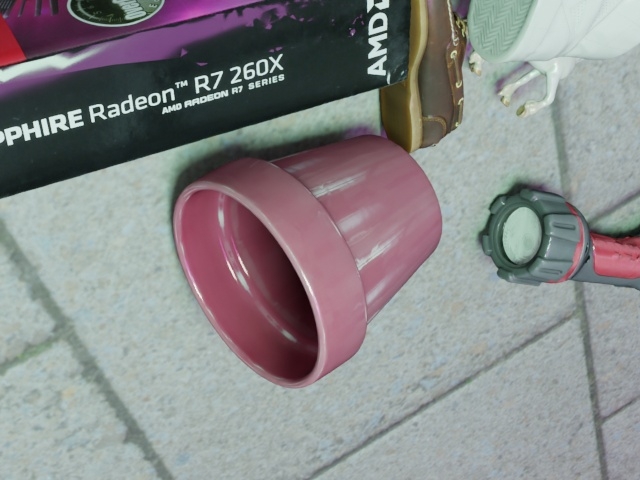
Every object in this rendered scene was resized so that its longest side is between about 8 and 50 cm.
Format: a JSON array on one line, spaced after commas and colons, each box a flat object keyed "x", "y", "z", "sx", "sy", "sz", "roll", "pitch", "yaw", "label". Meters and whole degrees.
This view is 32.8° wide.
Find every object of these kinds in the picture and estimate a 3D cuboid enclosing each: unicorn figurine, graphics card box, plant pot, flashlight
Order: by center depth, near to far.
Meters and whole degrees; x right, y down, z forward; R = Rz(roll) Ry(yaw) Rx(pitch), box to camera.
[{"x": -0.154, "y": -0.142, "z": 0.697, "sx": 0.371, "sy": 0.233, "sz": 0.094, "roll": -17, "pitch": 131, "yaw": -20, "label": "graphics card box"}, {"x": 0.000, "y": 0.000, "z": 0.952, "sx": 0.180, "sy": 0.201, "sz": 0.201, "roll": -32, "pitch": 137, "yaw": -30, "label": "plant pot"}, {"x": 0.206, "y": -0.176, "z": 1.025, "sx": 0.111, "sy": 0.060, "sz": 0.162, "roll": -47, "pitch": 135, "yaw": 8, "label": "unicorn figurine"}, {"x": 0.319, "y": 0.007, "z": 1.218, "sx": 0.304, "sy": 0.103, "sz": 0.103, "roll": 6, "pitch": 100, "yaw": -37, "label": "flashlight"}]

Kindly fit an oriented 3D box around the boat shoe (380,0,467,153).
[{"x": 0.092, "y": -0.171, "z": 0.952, "sx": 0.073, "sy": 0.073, "sz": 0.207, "roll": -24, "pitch": 141, "yaw": -18, "label": "boat shoe"}]

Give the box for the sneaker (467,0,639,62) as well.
[{"x": 0.250, "y": -0.273, "z": 0.885, "sx": 0.169, "sy": 0.108, "sz": 0.292, "roll": -4, "pitch": 137, "yaw": -33, "label": "sneaker"}]
